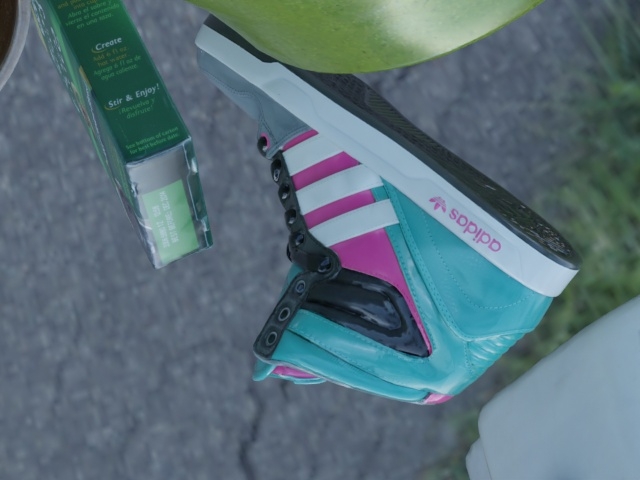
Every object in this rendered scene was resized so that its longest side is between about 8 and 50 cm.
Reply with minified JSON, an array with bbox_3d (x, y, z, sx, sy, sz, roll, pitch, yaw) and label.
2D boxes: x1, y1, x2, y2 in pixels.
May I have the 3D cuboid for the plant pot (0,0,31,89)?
[{"bbox_3d":[-0.211,-0.144,0.801,0.167,0.165,0.167,-8,135,-8],"label":"plant pot"}]

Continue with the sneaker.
[{"bbox_3d":[0.000,0.000,1.176,0.178,0.295,0.124,-57,150,12],"label":"sneaker"}]

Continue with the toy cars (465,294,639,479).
[{"bbox_3d":[0.120,0.084,0.323,0.087,0.394,0.176,-3,107,-27],"label":"toy cars"}]

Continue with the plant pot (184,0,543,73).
[{"bbox_3d":[-0.041,-0.245,0.660,0.366,0.366,0.353,-38,134,14],"label":"plant pot"}]

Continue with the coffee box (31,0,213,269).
[{"bbox_3d":[-0.115,-0.086,1.051,0.040,0.184,0.113,-23,152,-9],"label":"coffee box"}]
